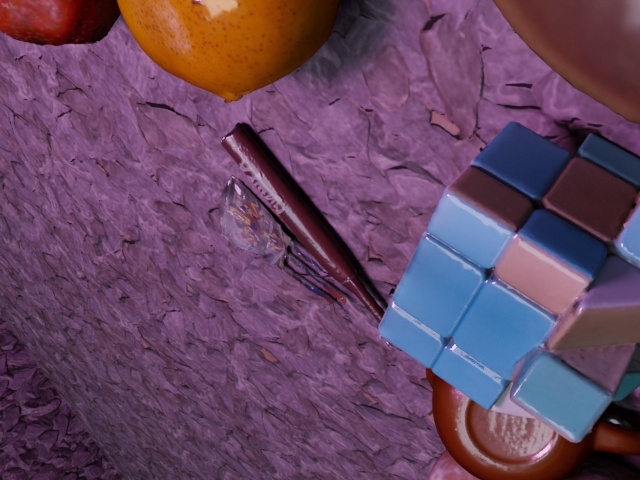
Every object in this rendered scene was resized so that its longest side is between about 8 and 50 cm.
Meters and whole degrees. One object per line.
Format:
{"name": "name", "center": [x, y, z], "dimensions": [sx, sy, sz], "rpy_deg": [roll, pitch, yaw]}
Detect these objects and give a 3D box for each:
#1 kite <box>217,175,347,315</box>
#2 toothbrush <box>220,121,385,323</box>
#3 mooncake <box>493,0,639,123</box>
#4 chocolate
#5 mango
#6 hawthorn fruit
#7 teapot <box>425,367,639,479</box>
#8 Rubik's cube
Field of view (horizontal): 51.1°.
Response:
{"name": "kite", "center": [-0.056, 0.013, 0.954], "dimensions": [0.245, 0.015, 0.141], "rpy_deg": [39, 146, 15]}
{"name": "toothbrush", "center": [-0.001, 0.001, 0.864], "dimensions": [0.364, 0.041, 0.041], "rpy_deg": [50, 145, -8]}
{"name": "mooncake", "center": [0.221, -0.198, 0.330], "dimensions": [0.284, 0.155, 0.285], "rpy_deg": [30, 144, 25]}
{"name": "chocolate", "center": [0.262, 0.282, 0.808], "dimensions": [0.261, 0.161, 0.083], "rpy_deg": [0, 89, 42]}
{"name": "mango", "center": [-0.107, -0.240, 0.637], "dimensions": [0.290, 0.160, 0.191], "rpy_deg": [3, 135, 56]}
{"name": "hawthorn fruit", "center": [-0.299, -0.327, 0.723], "dimensions": [0.181, 0.181, 0.235], "rpy_deg": [33, 143, 18]}
{"name": "teapot", "center": [0.237, 0.181, 0.744], "dimensions": [0.251, 0.135, 0.178], "rpy_deg": [11, 105, 16]}
{"name": "Rubik's cube", "center": [0.189, 0.046, 0.560], "dimensions": [0.212, 0.224, 0.265], "rpy_deg": [34, 138, 14]}
